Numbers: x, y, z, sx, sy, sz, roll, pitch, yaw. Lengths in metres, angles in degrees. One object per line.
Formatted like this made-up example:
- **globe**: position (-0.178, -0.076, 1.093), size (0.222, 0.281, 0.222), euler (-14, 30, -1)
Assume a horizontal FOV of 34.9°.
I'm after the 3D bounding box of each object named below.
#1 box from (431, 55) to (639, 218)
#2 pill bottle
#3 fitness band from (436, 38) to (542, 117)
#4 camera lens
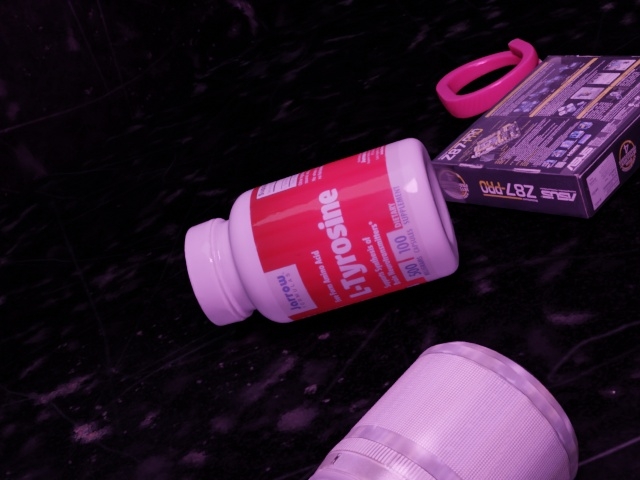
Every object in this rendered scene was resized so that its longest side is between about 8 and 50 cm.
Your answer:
- **box**: position (0.433, -0.196, 1.790), size (0.318, 0.097, 0.395), euler (12, 44, 46)
- **pill bottle**: position (0.000, 0.000, 1.647), size (0.408, 0.229, 0.229), euler (-18, 29, 13)
- **fitness band**: position (0.341, -0.332, 2.076), size (0.209, 0.054, 0.291), euler (-28, 18, 6)
- **camera lens**: position (0.132, 0.264, 1.117), size (0.219, 0.219, 0.274), euler (11, 44, 47)
